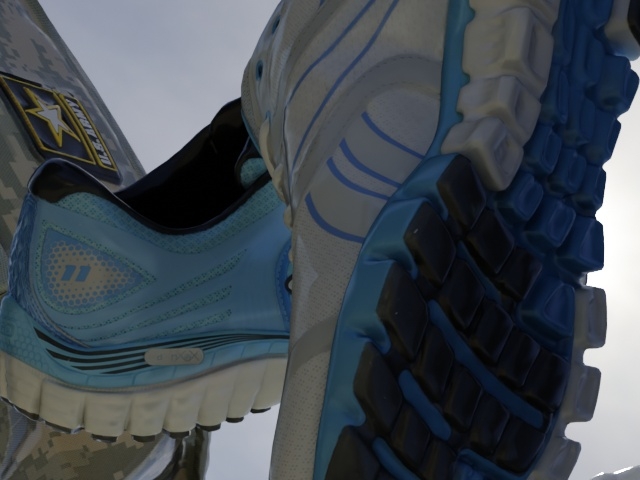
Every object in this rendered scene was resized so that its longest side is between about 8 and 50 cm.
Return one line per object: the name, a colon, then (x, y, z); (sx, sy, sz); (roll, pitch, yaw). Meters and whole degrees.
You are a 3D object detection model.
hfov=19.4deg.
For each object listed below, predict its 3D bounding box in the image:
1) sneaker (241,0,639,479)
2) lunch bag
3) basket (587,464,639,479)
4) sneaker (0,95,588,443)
sneaker: (0.016, -0.012, 0.390); (0.083, 0.191, 0.071); (-6, -38, 34)
lunch bag: (-0.158, 0.006, 0.838); (0.235, 0.169, 0.287); (58, -15, 20)
basket: (0.094, 0.273, 0.356); (0.328, 0.331, 0.266); (28, -62, 22)
sneaker: (0.000, 0.000, 0.452); (0.063, 0.162, 0.073); (19, -67, 54)
